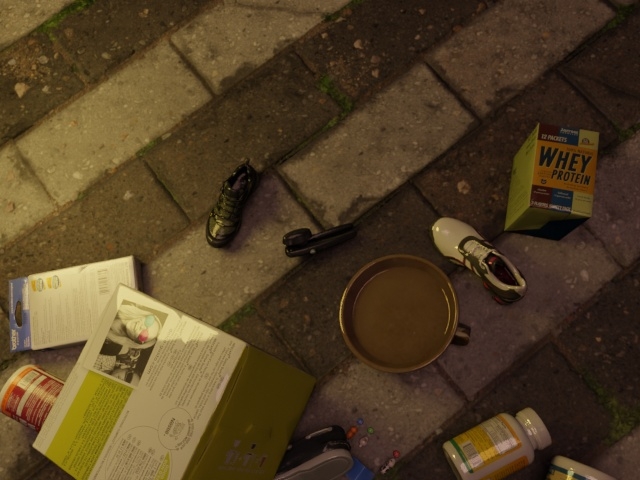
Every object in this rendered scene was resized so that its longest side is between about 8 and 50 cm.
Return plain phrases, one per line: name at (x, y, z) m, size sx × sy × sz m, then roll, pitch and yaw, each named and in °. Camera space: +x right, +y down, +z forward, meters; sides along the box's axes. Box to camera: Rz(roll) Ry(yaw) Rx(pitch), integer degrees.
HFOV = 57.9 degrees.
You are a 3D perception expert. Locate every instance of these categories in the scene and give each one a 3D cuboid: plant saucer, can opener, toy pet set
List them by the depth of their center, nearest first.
toy pet set at (0.099, 0.476, 1.273) m, size 0.122 × 0.065 × 0.114 m, roll 38°, pitch 80°, yaw 11°
plant saucer at (0.180, 0.167, 1.329) m, size 0.277 × 0.041 × 0.278 m, roll -7°, pitch 67°, yaw 17°
can opener at (0.000, 0.000, 1.407) m, size 0.186 × 0.073 × 0.059 m, roll -11°, pitch 67°, yaw -10°

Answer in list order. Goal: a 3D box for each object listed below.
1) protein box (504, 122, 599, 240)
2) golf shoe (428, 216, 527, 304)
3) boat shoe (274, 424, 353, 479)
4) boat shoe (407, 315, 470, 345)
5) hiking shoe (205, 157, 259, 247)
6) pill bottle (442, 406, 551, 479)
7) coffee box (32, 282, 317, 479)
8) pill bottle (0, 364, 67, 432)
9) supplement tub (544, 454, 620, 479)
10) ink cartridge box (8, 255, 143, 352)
protein box at (0.532, -0.130, 1.342) m, size 0.136 × 0.200 × 0.201 m, roll 11°, pitch 76°, yaw 5°
golf shoe at (0.375, 0.031, 1.351) m, size 0.273 × 0.120 × 0.105 m, roll 42°, pitch 82°, yaw 13°
boat shoe at (-0.071, 0.502, 1.263) m, size 0.302 × 0.114 × 0.091 m, roll -23°, pitch 37°, yaw 6°
boat shoe at (0.274, 0.200, 1.348) m, size 0.152 × 0.056 × 0.049 m, roll 19°, pitch 51°, yaw 15°
hiking shoe at (-0.226, -0.093, 1.410) m, size 0.086 × 0.114 × 0.227 m, roll 20°, pitch 77°, yaw 8°
pill bottle at (0.380, 0.445, 1.242) m, size 0.208 × 0.117 × 0.118 m, roll -26°, pitch 76°, yaw -4°
coffee box at (-0.263, 0.335, 1.141) m, size 0.334 × 0.337 × 0.338 m, roll 18°, pitch 75°, yaw 29°
pill bottle at (-0.593, 0.377, 1.300) m, size 0.221 × 0.121 × 0.121 m, roll 24°, pitch 78°, yaw 8°
supplement tub at (0.523, 0.564, 1.190) m, size 0.144 × 0.144 × 0.200 m, roll 22°, pitch 77°, yaw 8°
ink cartridge box at (-0.582, 0.157, 1.388) m, size 0.311 × 0.065 × 0.186 m, roll -10°, pitch 75°, yaw -2°
